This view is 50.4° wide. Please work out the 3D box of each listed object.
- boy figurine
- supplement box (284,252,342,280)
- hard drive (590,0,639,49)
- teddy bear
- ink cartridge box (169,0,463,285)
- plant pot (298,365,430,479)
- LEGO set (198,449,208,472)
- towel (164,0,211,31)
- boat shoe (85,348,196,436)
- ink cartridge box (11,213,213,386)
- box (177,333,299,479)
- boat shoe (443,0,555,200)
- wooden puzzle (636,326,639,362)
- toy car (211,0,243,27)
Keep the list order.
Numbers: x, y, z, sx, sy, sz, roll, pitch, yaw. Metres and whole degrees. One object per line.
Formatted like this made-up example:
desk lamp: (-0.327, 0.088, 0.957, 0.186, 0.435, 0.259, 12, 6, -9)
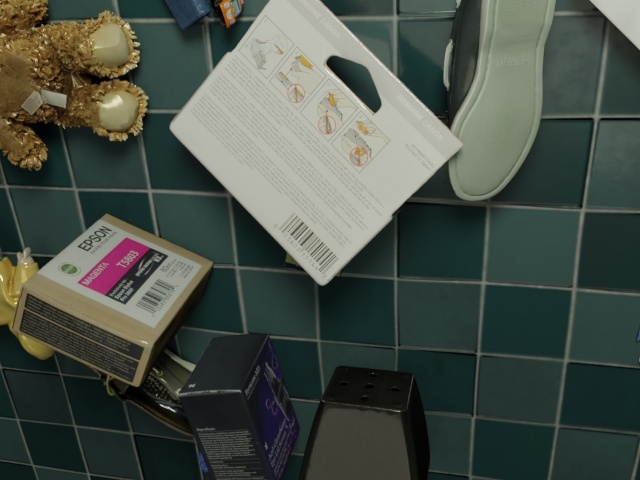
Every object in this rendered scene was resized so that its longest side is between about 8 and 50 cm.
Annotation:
boy figurine: (-0.522, 0.071, 1.126, 0.177, 0.092, 0.285, -30, 107, 25)
supplement box: (0.000, 0.000, 0.976, 0.083, 0.056, 0.083, 15, 120, 6)
hard drive: (0.458, -0.322, 0.702, 0.210, 0.040, 0.319, 40, 119, -8)
teddy bear: (-0.404, -0.227, 0.946, 0.337, 0.113, 0.245, -14, 120, 12)
ink cartridge box: (-0.009, -0.134, 0.868, 0.296, 0.066, 0.261, 46, 112, 3)
plant pot: (0.072, 0.299, 1.050, 0.187, 0.188, 0.167, 4, 106, 13)
LEGO set: (-0.155, 0.432, 1.218, 0.087, 0.093, 0.227, -31, 106, 26)
towel: (-0.181, -0.330, 0.854, 0.067, 0.029, 0.119, -6, 117, 52)
boat shoe: (-0.306, 0.226, 1.150, 0.305, 0.091, 0.109, 31, 120, -3)
ink cartridge box: (-0.289, 0.076, 0.987, 0.193, 0.235, 0.088, 25, 120, 0)
box: (-0.125, 0.278, 1.097, 0.108, 0.153, 0.207, -7, 115, 17)
boat shoe: (0.202, -0.196, 0.808, 0.114, 0.091, 0.303, 0, 121, -16)
wooden puzzle: (0.498, 0.158, 0.957, 0.116, 0.014, 0.079, 15, 119, 6)
toy car: (-0.128, -0.329, 0.841, 0.040, 0.060, 0.122, -24, 120, -10)
